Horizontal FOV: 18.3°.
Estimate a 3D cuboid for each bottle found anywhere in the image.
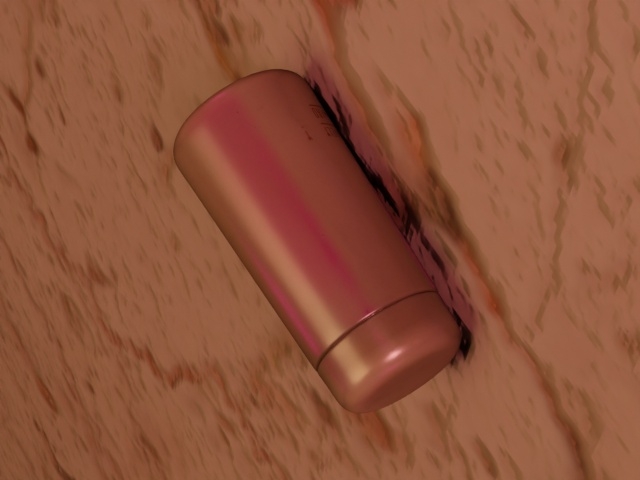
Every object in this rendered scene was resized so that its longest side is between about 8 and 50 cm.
[{"bbox_3d":[0.000,0.000,0.562,0.096,0.045,0.045,56,156,18],"label":"bottle"}]
